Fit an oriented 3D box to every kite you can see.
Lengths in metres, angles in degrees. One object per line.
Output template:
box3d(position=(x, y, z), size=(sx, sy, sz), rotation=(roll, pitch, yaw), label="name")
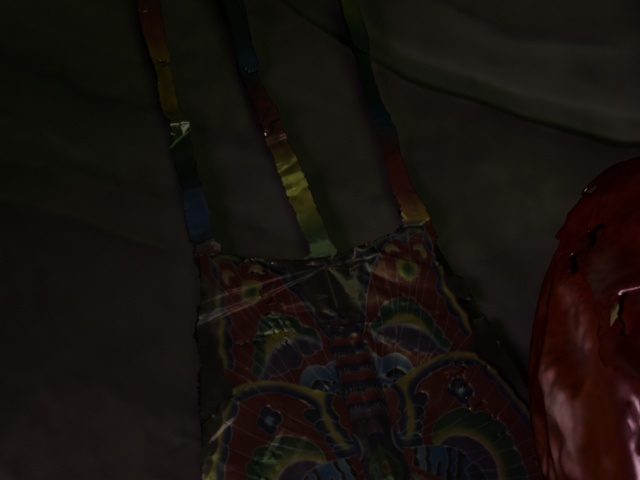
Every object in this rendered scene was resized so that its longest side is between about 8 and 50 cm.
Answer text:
box3d(position=(0.000, 0.000, 0.673), size=(0.152, 0.015, 0.285), rotation=(-6, 69, -25), label="kite")

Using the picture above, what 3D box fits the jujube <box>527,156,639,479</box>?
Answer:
box3d(position=(0.168, 0.076, 0.606), size=(0.183, 0.183, 0.243), rotation=(-7, 76, -22), label="jujube")
